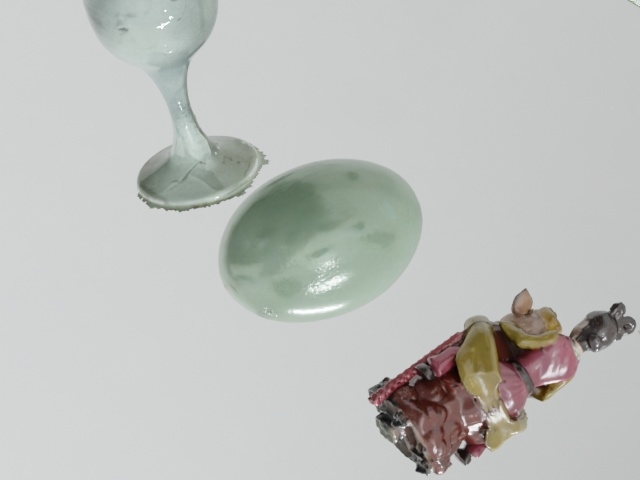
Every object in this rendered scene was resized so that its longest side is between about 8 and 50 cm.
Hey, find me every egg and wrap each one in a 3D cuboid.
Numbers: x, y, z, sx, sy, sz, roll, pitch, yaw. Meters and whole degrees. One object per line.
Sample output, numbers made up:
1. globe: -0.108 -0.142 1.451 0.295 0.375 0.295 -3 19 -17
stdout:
1. egg: 0.000 0.000 2.322 0.282 0.203 0.203 -26 -162 -14

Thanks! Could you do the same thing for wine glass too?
1. wine glass: -0.150 -0.190 1.749 0.143 0.321 0.143 -9 -149 5

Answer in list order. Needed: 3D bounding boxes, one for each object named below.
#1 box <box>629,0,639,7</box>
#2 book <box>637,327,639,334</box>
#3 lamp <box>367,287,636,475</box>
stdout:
1. box: 0.255 -0.333 1.483 0.148 0.177 0.195 -37 -143 44
2. book: 0.495 0.032 2.073 0.228 0.018 0.322 -25 167 -5
3. lamp: 0.169 0.118 1.676 0.253 0.118 0.118 -35 -161 -14
